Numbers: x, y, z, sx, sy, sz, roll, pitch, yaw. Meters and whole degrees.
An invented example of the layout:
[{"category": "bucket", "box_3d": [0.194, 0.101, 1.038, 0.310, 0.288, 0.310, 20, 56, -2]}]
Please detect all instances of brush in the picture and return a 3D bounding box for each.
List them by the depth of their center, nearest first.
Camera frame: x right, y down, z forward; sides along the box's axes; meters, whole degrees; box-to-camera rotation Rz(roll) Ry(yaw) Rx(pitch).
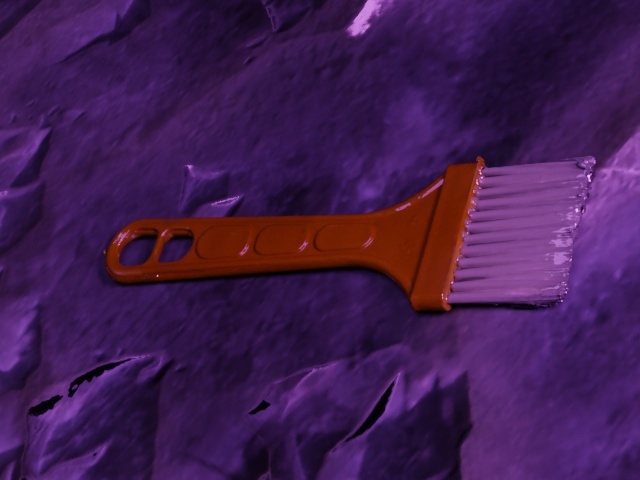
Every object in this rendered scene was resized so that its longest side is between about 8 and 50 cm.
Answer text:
[{"category": "brush", "box_3d": [0.000, 0.000, 0.938, 0.314, 0.017, 0.090, -3, 55, 35]}]
